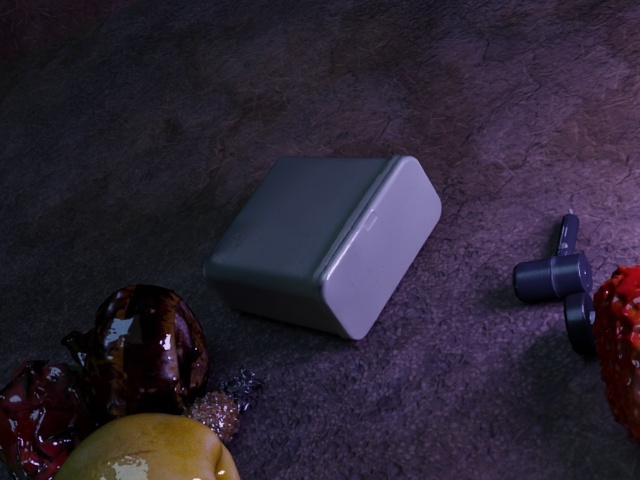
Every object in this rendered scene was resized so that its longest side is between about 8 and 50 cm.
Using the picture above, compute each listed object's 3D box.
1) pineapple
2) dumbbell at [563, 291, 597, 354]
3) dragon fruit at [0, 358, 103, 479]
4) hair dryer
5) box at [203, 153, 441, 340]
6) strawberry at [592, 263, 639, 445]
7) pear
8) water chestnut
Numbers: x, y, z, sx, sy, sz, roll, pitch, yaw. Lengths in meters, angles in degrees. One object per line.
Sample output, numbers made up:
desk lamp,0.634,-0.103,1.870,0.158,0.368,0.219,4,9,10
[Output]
pineapple,-0.177,0.300,2.117,0.108,0.108,0.197,7,45,40
dumbbell,0.488,0.117,1.834,0.191,0.100,0.100,-13,42,23
dragon fruit,-0.528,0.356,2.193,0.234,0.233,0.293,-14,25,24
hair dryer,0.415,0.017,2.030,0.124,0.071,0.219,-8,38,30
box,0.000,0.000,2.258,0.344,0.177,0.352,6,52,43
strawberry,0.505,0.161,1.658,0.265,0.149,0.336,-43,54,11
pear,-0.281,0.428,1.888,0.314,0.314,0.314,-20,40,17
water chestnut,-0.352,0.218,2.166,0.300,0.300,0.300,-20,40,17
